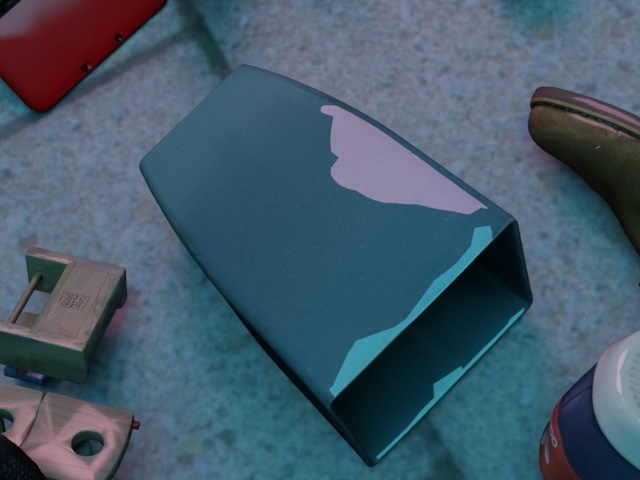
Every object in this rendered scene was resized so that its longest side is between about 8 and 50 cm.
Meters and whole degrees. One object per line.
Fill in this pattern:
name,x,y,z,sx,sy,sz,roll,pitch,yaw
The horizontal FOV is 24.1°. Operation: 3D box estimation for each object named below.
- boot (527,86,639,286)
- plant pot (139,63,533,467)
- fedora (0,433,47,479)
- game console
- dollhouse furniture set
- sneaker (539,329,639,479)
boot,0.250,0.009,1.027,0.305,0.112,0.115,39,92,12
plant pot,0.000,0.000,1.024,0.166,0.165,0.234,-44,67,-7
fedora,-0.320,0.219,0.912,0.334,0.334,0.152,-46,48,-8
game console,-0.216,-0.193,1.173,0.144,0.085,0.124,-43,44,-8
dollhouse furniture set,-0.173,0.124,1.041,0.129,0.129,0.184,13,46,9
sneaker,0.300,0.177,0.972,0.350,0.148,0.131,30,52,-9
